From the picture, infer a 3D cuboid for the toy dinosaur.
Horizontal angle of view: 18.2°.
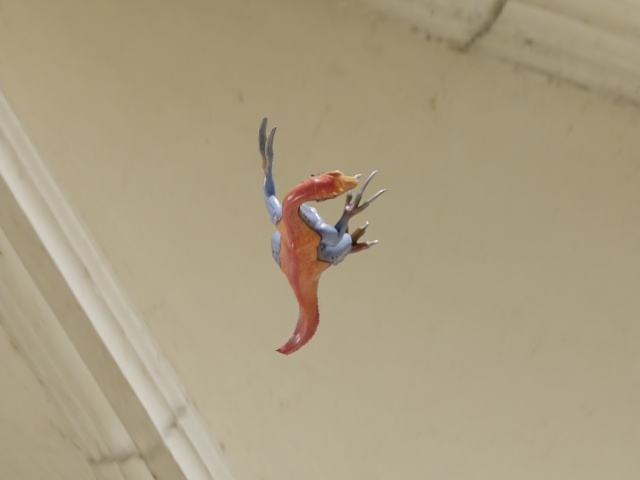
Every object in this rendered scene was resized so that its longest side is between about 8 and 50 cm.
[{"bbox_3d":[0.000,0.000,0.740,0.047,0.082,0.090,1,-90,9],"label":"toy dinosaur"}]
